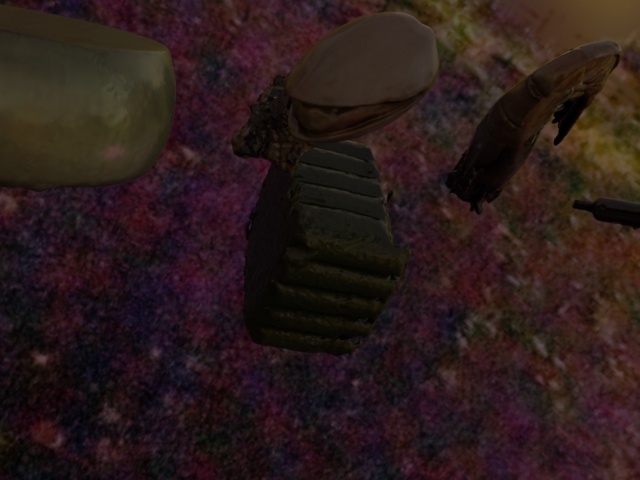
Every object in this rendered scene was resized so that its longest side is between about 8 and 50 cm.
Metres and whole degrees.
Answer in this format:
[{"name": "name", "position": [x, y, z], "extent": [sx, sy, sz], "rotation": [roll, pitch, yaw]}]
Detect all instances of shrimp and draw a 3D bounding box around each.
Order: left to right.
[{"name": "shrimp", "position": [0.243, -0.138, 0.859], "extent": [0.178, 0.289, 0.075], "rotation": [-26, 68, -22]}]

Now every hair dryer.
[{"name": "hair dryer", "position": [0.455, -0.006, 1.048], "extent": [0.078, 0.195, 0.248], "rotation": [18, 0, -41]}]

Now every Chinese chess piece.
[{"name": "Chinese chess piece", "position": [-0.231, -0.113, 0.542], "extent": [0.250, 0.101, 0.250], "rotation": [11, 15, -3]}]

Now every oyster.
[{"name": "oyster", "position": [-0.045, -0.161, 0.962], "extent": [0.103, 0.148, 0.051], "rotation": [24, 3, -1]}]

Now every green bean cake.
[{"name": "green bean cake", "position": [0.000, 0.000, 1.329], "extent": [0.218, 0.335, 0.319], "rotation": [14, 40, -18]}]

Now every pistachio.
[{"name": "pistachio", "position": [0.053, -0.193, 0.898], "extent": [0.215, 0.144, 0.144], "rotation": [-38, 69, -24]}]
